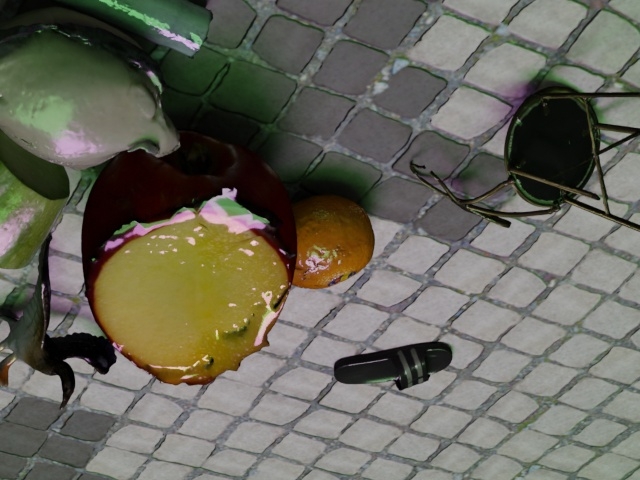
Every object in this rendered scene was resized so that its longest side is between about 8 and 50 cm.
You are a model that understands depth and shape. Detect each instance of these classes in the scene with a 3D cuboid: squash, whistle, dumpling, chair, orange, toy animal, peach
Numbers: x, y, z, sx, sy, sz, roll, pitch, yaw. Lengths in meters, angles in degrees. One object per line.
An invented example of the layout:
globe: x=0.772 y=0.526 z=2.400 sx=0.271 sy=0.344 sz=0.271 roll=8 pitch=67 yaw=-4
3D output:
squash: x=-0.381 y=-0.055 z=1.602 sx=0.123 sy=0.170 sz=0.170 roll=-40 pitch=128 yaw=20
whistle: x=-0.262 y=-0.276 z=1.422 sx=0.312 sy=0.062 sz=0.062 roll=21 pitch=134 yaw=-25
dumpling: x=-0.277 y=-0.182 z=1.457 sx=0.293 sy=0.204 sz=0.163 roll=23 pitch=117 yaw=-23
chair: x=0.271 y=-0.100 z=1.606 sx=0.159 sy=0.170 sz=0.325 roll=25 pitch=176 yaw=-34
orange: x=0.001 y=-0.001 z=1.712 sx=0.135 sy=0.117 sz=0.135 roll=-27 pitch=176 yaw=-2
toy animal: x=-0.372 y=0.156 z=1.829 sx=0.160 sy=0.197 sz=0.272 roll=-14 pitch=142 yaw=18
peach: x=-0.159 y=0.010 z=1.649 sx=0.257 sy=0.201 sz=0.362 roll=-2 pitch=136 yaw=-4

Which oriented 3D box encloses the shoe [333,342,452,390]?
shoe: x=0.109 y=0.198 z=1.998 sx=0.179 sy=0.049 sz=0.071 roll=-9 pitch=140 yaw=7
